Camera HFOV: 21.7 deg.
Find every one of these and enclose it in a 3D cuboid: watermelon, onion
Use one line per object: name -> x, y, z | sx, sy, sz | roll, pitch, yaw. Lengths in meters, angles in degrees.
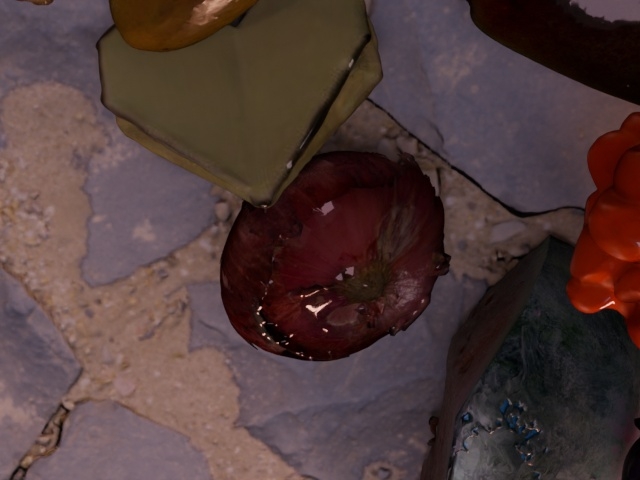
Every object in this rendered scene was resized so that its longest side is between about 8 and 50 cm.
watermelon -> 0.170, 0.178, 1.269 | 0.175, 0.188, 0.322 | 10, 112, -2
onion -> 0.000, 0.000, 1.244 | 0.184, 0.147, 0.184 | -25, 143, -20

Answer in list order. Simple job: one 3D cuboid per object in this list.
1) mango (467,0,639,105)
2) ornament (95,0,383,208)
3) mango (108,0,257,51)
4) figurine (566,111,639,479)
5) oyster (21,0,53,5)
mango -> 0.227, -0.167, 1.188 | 0.267, 0.111, 0.133 | 19, 97, -11
ornament -> -0.055, -0.100, 1.191 | 0.201, 0.180, 0.059 | -12, 154, 7
mango -> -0.052, -0.241, 1.132 | 0.130, 0.167, 0.262 | 32, 115, -20
figurine -> 0.331, 0.074, 1.164 | 0.306, 0.241, 0.412 | -6, 121, 8
oyster -> -0.158, -0.307, 1.116 | 0.197, 0.133, 0.337 | 37, 116, 26
